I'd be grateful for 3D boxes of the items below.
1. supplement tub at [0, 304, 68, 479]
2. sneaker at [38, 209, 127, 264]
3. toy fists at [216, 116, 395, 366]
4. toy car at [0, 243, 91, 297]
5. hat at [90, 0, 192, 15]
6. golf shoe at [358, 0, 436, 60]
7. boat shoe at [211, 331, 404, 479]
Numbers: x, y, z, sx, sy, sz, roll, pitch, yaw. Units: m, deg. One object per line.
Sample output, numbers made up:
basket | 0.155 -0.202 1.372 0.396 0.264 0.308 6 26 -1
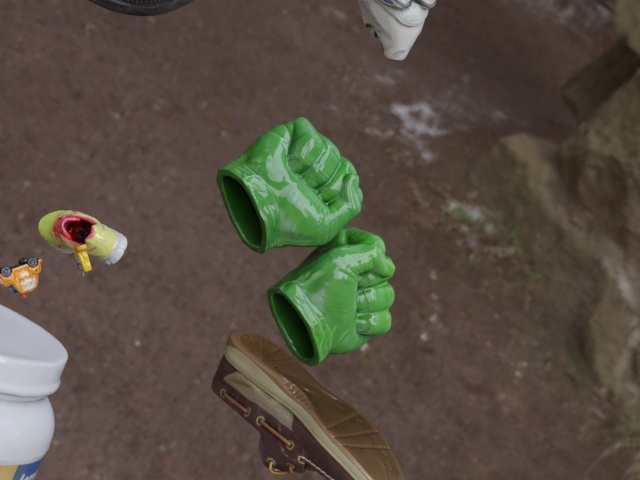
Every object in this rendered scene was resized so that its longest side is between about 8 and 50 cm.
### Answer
supplement tub | -0.242 0.133 0.717 0.144 0.200 0.144 25 5 -2
sneaker | -0.444 -0.021 2.239 0.208 0.081 0.094 12 -15 37
toy fists | 0.000 0.000 1.389 0.142 0.096 0.279 -34 111 -28
toy car | -0.301 0.037 1.334 0.060 0.122 0.041 -26 103 -48
hat | -0.223 -0.447 1.496 0.331 0.331 0.134 12 14 -36
golf shoe | 0.050 -0.233 1.151 0.069 0.086 0.176 1 38 -16
boat shoe | -0.029 0.268 1.715 0.342 0.123 0.123 39 17 28
